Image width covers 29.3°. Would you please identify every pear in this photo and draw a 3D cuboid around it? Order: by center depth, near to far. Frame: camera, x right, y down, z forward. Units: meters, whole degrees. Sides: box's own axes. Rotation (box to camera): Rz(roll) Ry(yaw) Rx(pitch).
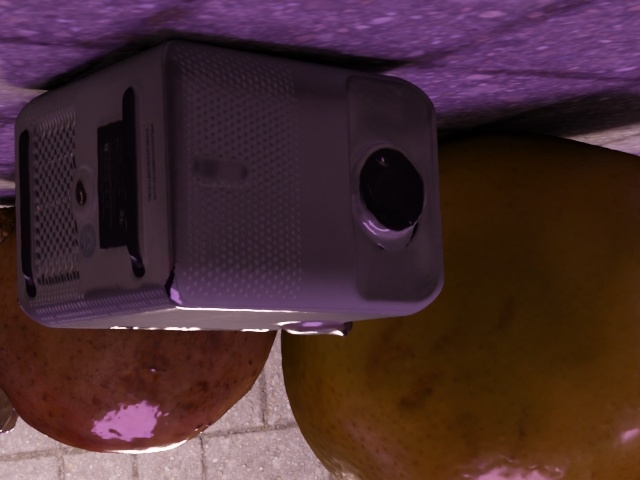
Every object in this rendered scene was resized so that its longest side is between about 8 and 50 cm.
[{"bbox_3d":[0.152,0.085,1.074,0.418,0.362,0.362,-20,167,38],"label":"pear"}]

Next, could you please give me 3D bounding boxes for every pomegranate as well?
[{"bbox_3d":[-0.172,0.064,1.150,0.281,0.281,0.281,-4,175,0],"label":"pomegranate"}]

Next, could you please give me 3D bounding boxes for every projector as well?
[{"bbox_3d":[-0.048,-0.024,0.762,0.242,0.163,0.177,5,171,-41],"label":"projector"}]

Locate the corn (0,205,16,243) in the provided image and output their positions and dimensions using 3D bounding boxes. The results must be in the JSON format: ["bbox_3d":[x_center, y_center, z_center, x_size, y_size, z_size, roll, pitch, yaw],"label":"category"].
[{"bbox_3d":[-0.279,0.008,1.352,0.106,0.106,0.293,-7,171,28],"label":"corn"}]

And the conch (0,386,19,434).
[{"bbox_3d":[-0.510,0.116,1.487,0.324,0.186,0.263,30,-138,15],"label":"conch"}]
